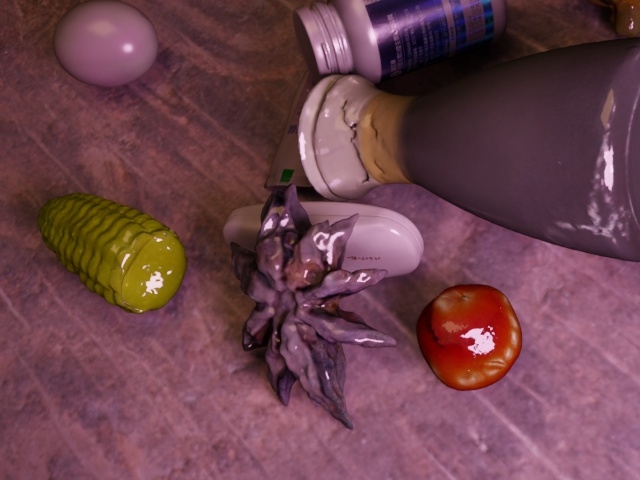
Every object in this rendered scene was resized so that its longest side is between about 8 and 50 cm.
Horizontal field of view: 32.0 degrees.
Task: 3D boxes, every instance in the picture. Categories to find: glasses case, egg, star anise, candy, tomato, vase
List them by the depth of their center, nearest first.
[{"bbox_3d":[0.118,0.074,0.890,0.087,0.075,0.087,-14,47,16],"label":"tomato"},{"bbox_3d":[0.138,-0.085,0.946,0.321,0.173,0.173,8,60,38],"label":"vase"},{"bbox_3d":[-0.022,0.054,0.947,0.181,0.061,0.204,3,94,45],"label":"star anise"},{"bbox_3d":[0.000,0.000,1.010,0.193,0.074,0.049,3,54,30],"label":"glasses case"},{"bbox_3d":[-0.221,0.002,1.120,0.209,0.097,0.096,25,70,43],"label":"candy"},{"bbox_3d":[-0.250,-0.230,1.303,0.135,0.103,0.103,8,60,31],"label":"egg"}]

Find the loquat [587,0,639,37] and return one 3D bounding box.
[{"bbox_3d":[0.288,-0.290,1.031,0.172,0.149,0.204,5,91,7],"label":"loquat"}]

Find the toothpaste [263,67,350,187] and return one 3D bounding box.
[{"bbox_3d":[0.025,-0.178,1.153,0.075,0.048,0.301,16,67,25],"label":"toothpaste"}]

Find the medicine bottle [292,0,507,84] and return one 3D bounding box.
[{"bbox_3d":[0.076,-0.215,1.082,0.191,0.107,0.107,-19,47,-7],"label":"medicine bottle"}]
